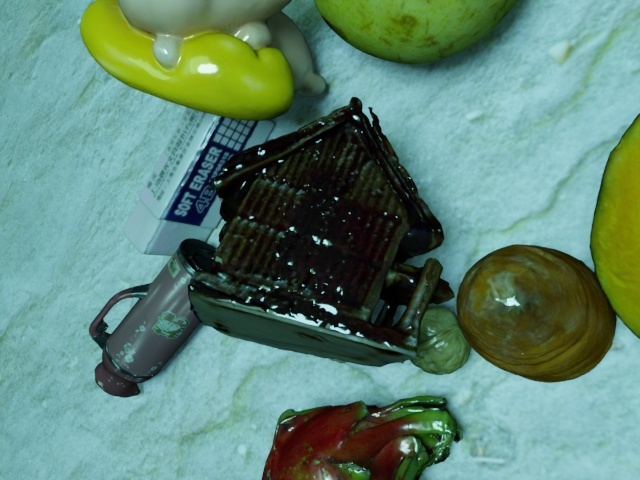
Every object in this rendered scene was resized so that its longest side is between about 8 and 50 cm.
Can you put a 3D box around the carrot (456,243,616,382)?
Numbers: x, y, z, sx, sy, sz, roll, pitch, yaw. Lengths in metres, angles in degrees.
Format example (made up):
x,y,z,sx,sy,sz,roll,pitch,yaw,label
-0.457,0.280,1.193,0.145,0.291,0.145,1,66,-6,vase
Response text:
x,y,z,sx,sy,sz,roll,pitch,yaw,label
0.211,0.069,0.444,0.159,0.225,0.159,-7,76,28,carrot

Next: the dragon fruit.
x,y,z,sx,sy,sz,roll,pitch,yaw,label
0.046,0.303,0.539,0.269,0.198,0.200,-12,67,13,dragon fruit

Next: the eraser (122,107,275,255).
x,y,z,sx,sy,sz,roll,pitch,yaw,label
-0.204,-0.106,0.745,0.086,0.130,0.287,39,104,29,eraser

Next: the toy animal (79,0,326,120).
x,y,z,sx,sy,sz,roll,pitch,yaw,label
-0.109,-0.304,0.570,0.277,0.345,0.247,40,129,33,toy animal

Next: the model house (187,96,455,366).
x,y,z,sx,sy,sz,roll,pitch,yaw,label
0.000,0.000,0.594,0.297,0.317,0.283,18,69,-2,model house

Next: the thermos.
x,y,z,sx,sy,sz,roll,pitch,yaw,label
-0.294,0.149,0.761,0.330,0.136,0.109,-48,55,16,thermos

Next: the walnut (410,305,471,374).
x,y,z,sx,sy,sz,roll,pitch,yaw,label
0.144,0.125,0.551,0.092,0.092,0.092,-4,83,29,walnut

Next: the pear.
x,y,z,sx,sy,sz,roll,pitch,yaw,label
0.113,-0.351,0.519,0.283,0.283,0.284,-4,83,29,pear

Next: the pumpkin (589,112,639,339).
x,y,z,sx,sy,sz,roll,pitch,yaw,label
0.361,-0.028,0.405,0.148,0.169,0.312,23,130,49,pumpkin
